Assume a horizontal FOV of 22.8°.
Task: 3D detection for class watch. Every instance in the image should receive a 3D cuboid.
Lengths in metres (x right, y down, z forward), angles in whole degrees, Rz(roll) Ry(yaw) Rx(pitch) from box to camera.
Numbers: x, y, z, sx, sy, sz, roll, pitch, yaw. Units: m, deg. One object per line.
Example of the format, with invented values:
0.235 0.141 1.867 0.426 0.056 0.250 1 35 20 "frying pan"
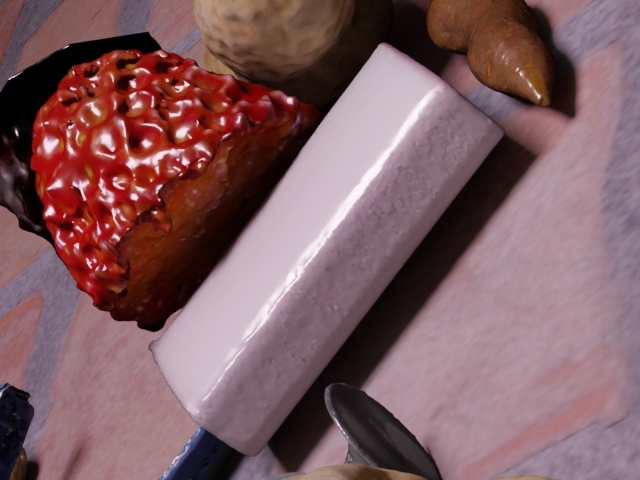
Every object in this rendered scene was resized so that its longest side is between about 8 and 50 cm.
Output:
-0.197 0.244 1.152 0.276 0.068 0.275 1 60 46 "watch"

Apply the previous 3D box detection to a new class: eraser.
0.000 0.000 1.079 0.270 0.094 0.174 -54 20 5 "eraser"

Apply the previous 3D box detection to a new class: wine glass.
-0.029 0.182 0.913 0.202 0.093 0.093 -47 27 15 "wine glass"

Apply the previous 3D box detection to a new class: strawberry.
-0.119 -0.057 1.178 0.178 0.234 0.234 46 104 19 "strawberry"

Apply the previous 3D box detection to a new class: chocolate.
-0.195 -0.056 1.482 0.224 0.206 0.177 -43 71 44 "chocolate"

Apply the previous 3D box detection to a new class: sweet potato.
0.122 -0.140 1.087 0.065 0.051 0.218 -48 27 8 "sweet potato"

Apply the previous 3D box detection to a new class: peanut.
-0.021 -0.181 1.233 0.159 0.143 0.291 -22 -8 -5 "peanut"

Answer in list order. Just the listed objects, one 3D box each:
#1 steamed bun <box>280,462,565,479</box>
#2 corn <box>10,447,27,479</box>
0.019 0.224 0.560 0.372 0.230 0.325 -62 3 -34 "steamed bun"
-0.322 0.292 1.292 0.097 0.097 0.320 -26 36 46 "corn"
